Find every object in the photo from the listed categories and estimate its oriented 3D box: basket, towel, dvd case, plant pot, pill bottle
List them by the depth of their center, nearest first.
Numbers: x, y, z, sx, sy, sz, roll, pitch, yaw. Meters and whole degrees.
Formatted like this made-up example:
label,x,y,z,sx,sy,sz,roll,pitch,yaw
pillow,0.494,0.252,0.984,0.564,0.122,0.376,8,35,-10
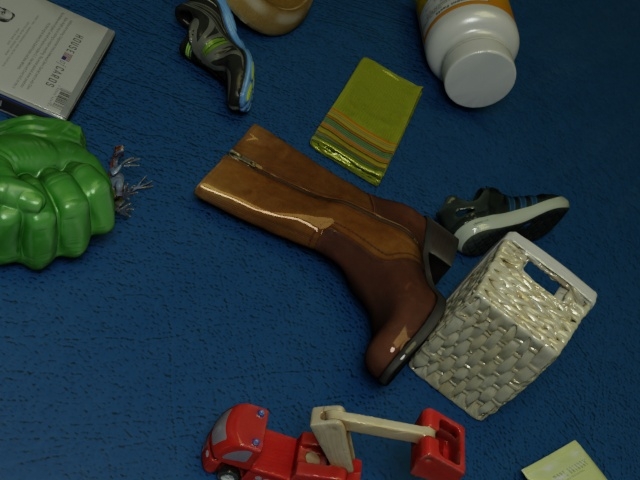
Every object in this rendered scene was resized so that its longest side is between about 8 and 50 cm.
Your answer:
label,x,y,z,sx,sy,sz,roll,pitch,yaw
basket,0.180,0.093,0.916,0.113,0.167,0.103,37,49,4
dvd case,-0.362,-0.222,0.970,0.238,0.029,0.179,24,43,-12
towel,0.067,-0.166,1.186,0.102,0.021,0.237,31,42,-4
plant pot,-0.073,-0.394,1.201,0.236,0.032,0.236,15,71,-51
pill bottle,0.217,-0.314,1.326,0.136,0.136,0.246,15,46,-20

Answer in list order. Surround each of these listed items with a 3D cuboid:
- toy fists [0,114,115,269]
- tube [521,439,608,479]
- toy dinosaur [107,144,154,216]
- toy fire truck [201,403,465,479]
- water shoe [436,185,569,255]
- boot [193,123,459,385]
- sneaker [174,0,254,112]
label,x,y,z,sx,sy,sz,roll,pitch,yaw
toy fists,-0.318,-0.047,0.789,0.279,0.096,0.142,2,52,-32
tube,0.298,0.306,0.872,0.240,0.062,0.070,54,5,27
toy dinosaur,-0.210,-0.064,0.913,0.090,0.047,0.082,-16,42,-28
toy fire truck,0.009,0.175,0.755,0.192,0.135,0.047,22,44,-13
water shoe,0.235,-0.041,1.137,0.203,0.073,0.080,-12,57,-39
boot,0.000,0.000,0.940,0.280,0.096,0.264,30,43,-3
sneaker,-0.130,-0.225,1.101,0.078,0.067,0.188,-16,61,-16
